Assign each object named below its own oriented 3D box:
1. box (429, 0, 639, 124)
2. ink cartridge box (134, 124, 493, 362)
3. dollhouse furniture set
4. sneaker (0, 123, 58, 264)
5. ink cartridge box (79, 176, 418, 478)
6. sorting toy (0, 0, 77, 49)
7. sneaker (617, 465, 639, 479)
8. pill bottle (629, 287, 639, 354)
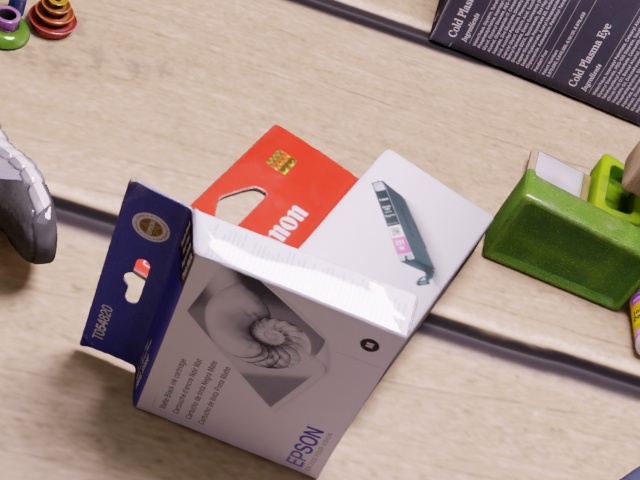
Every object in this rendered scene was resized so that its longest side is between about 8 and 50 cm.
[{"bbox_3d":[0.326,-0.339,1.636,0.312,0.179,0.343,20,43,-4],"label":"box"},{"bbox_3d":[0.000,0.000,1.251,0.239,0.060,0.275,34,44,7],"label":"ink cartridge box"},{"bbox_3d":[0.301,-0.111,1.316,0.151,0.301,0.198,25,46,-4],"label":"dollhouse furniture set"},{"bbox_3d":[-0.316,-0.047,1.143,0.132,0.086,0.229,-16,47,-29],"label":"sneaker"},{"bbox_3d":[-0.068,0.075,1.028,0.224,0.223,0.045,22,49,-3],"label":"ink cartridge box"},{"bbox_3d":[-0.288,-0.226,1.345,0.102,0.042,0.061,-17,57,-35],"label":"sorting toy"},{"bbox_3d":[0.320,0.323,1.080,0.131,0.112,0.319,-20,61,-3],"label":"sneaker"},{"bbox_3d":[0.327,0.074,1.340,0.043,0.043,0.083,15,44,-11],"label":"pill bottle"}]
